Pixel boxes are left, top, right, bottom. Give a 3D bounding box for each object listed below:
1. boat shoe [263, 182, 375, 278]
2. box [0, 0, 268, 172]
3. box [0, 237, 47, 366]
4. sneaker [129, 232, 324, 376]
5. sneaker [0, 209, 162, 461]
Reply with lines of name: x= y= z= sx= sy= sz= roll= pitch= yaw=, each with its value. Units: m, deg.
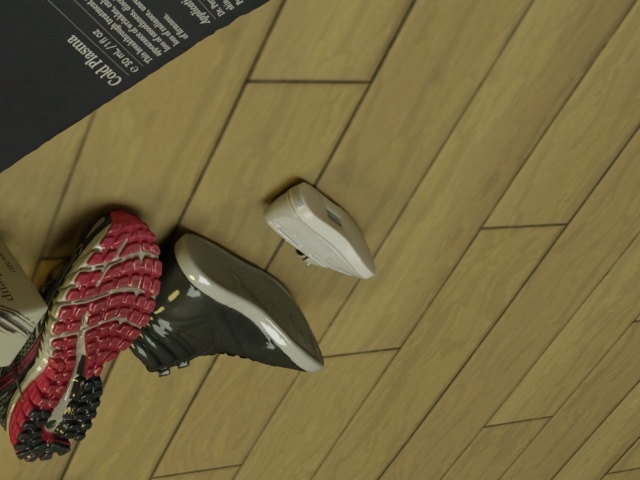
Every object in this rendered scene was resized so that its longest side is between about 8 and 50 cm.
boat shoe: x=0.000 y=0.000 z=1.585 sx=0.063 sy=0.066 sz=0.184 roll=-25 pitch=151 yaw=19
box: x=-0.259 y=-0.226 z=0.964 sx=0.312 sy=0.179 sz=0.343 roll=-32 pitch=147 yaw=8
box: x=-0.395 y=0.069 z=1.297 sx=0.275 sy=0.113 sz=0.094 roll=-11 pitch=146 yaw=-53
sneaker: x=-0.119 y=0.102 z=1.616 sx=0.147 sy=0.104 sz=0.296 roll=-34 pitch=141 yaw=16
sneaker: x=-0.271 y=0.090 z=1.491 sx=0.121 sy=0.112 sz=0.299 roll=5 pitch=124 yaw=-48
